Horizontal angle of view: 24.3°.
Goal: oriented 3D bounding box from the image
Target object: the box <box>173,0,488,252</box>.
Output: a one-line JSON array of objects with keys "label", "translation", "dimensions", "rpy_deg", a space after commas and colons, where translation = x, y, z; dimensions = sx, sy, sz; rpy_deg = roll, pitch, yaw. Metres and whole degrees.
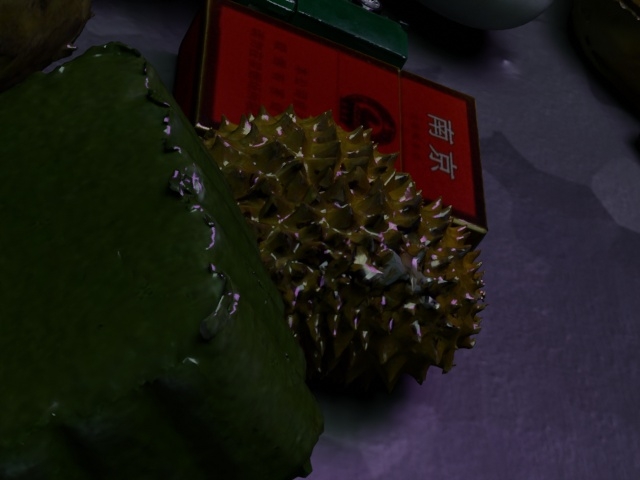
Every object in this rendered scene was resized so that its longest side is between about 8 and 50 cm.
[{"label": "box", "translation": [0.007, -0.079, 1.128], "dimensions": [0.239, 0.074, 0.153], "rpy_deg": [20, 40, -19]}]

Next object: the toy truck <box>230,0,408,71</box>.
[{"label": "toy truck", "translation": [-0.007, -0.174, 1.211], "dimensions": [0.147, 0.065, 0.079], "rpy_deg": [23, 36, -13]}]

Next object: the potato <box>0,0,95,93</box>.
[{"label": "potato", "translation": [-0.296, -0.204, 0.968], "dimensions": [0.307, 0.173, 0.210], "rpy_deg": [35, 44, 2]}]

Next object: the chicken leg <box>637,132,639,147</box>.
[{"label": "chicken leg", "translation": [0.408, 0.006, 1.320], "dimensions": [0.322, 0.083, 0.177], "rpy_deg": [35, 33, -3]}]

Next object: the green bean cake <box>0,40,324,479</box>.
[{"label": "green bean cake", "translation": [-0.150, 0.051, 0.772], "dimensions": [0.249, 0.156, 0.247], "rpy_deg": [-27, 48, 2]}]

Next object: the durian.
[{"label": "durian", "translation": [0.003, 0.007, 0.984], "dimensions": [0.249, 0.183, 0.138], "rpy_deg": [9, 6, -20]}]

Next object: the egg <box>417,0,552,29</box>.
[{"label": "egg", "translation": [0.120, -0.304, 1.326], "dimensions": [0.183, 0.183, 0.264], "rpy_deg": [-17, 70, -42]}]

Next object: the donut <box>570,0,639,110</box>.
[{"label": "donut", "translation": [0.362, -0.198, 1.455], "dimensions": [0.272, 0.107, 0.272], "rpy_deg": [19, 39, -17]}]
